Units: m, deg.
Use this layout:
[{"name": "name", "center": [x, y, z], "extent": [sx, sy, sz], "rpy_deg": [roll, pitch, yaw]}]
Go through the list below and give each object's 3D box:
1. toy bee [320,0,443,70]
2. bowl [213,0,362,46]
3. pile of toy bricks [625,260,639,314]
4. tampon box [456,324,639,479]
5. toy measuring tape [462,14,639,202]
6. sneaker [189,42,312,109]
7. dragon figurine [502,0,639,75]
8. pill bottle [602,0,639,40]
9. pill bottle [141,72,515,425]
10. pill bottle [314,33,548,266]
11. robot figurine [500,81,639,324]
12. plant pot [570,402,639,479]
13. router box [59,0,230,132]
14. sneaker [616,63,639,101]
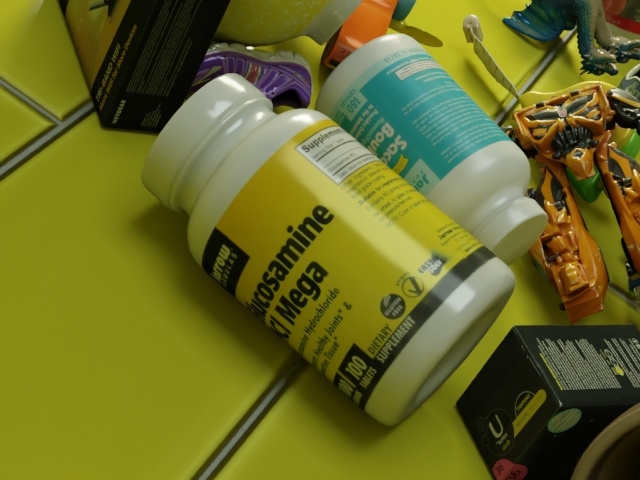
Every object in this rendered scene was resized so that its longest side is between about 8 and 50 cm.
[{"name": "toy bee", "center": [0.071, -0.296, 1.969], "extent": [0.195, 0.162, 0.298], "rpy_deg": [43, 62, 2]}, {"name": "bowl", "center": [-0.019, -0.307, 1.782], "extent": [0.156, 0.289, 0.289], "rpy_deg": [40, 36, -6]}, {"name": "pile of toy bricks", "center": [0.415, 0.050, 1.837], "extent": [0.105, 0.118, 0.212], "rpy_deg": [56, 21, -21]}, {"name": "tampon box", "center": [0.238, 0.156, 1.558], "extent": [0.161, 0.120, 0.101], "rpy_deg": [2, 45, -33]}, {"name": "toy measuring tape", "center": [0.299, -0.176, 1.985], "extent": [0.121, 0.121, 0.330], "rpy_deg": [-4, 49, -38]}, {"name": "sneaker", "center": [-0.082, -0.170, 1.764], "extent": [0.170, 0.068, 0.071], "rpy_deg": [0, 66, -26]}, {"name": "dragon figurine", "center": [0.301, -0.319, 2.181], "extent": [0.289, 0.144, 0.085], "rpy_deg": [25, 34, 24]}, {"name": "pill bottle", "center": [0.473, -0.440, 2.246], "extent": [0.176, 0.318, 0.176], "rpy_deg": [19, 37, -15]}, {"name": "pill bottle", "center": [0.000, 0.000, 1.517], "extent": [0.334, 0.188, 0.188], "rpy_deg": [40, 37, 13]}, {"name": "pill bottle", "center": [0.123, -0.087, 1.738], "extent": [0.146, 0.146, 0.264], "rpy_deg": [-16, 56, -45]}, {"name": "robot figurine", "center": [0.299, -0.058, 1.798], "extent": [0.211, 0.085, 0.291], "rpy_deg": [-19, 54, 6]}, {"name": "plant pot", "center": [0.372, 0.246, 1.474], "extent": [0.263, 0.263, 0.229], "rpy_deg": [41, 20, 13]}, {"name": "router box", "center": [-0.166, -0.302, 1.647], "extent": [0.081, 0.309, 0.243], "rpy_deg": [4, 44, -30]}, {"name": "sneaker", "center": [0.438, -0.199, 2.137], "extent": [0.064, 0.086, 0.192], "rpy_deg": [43, 38, 15]}]
